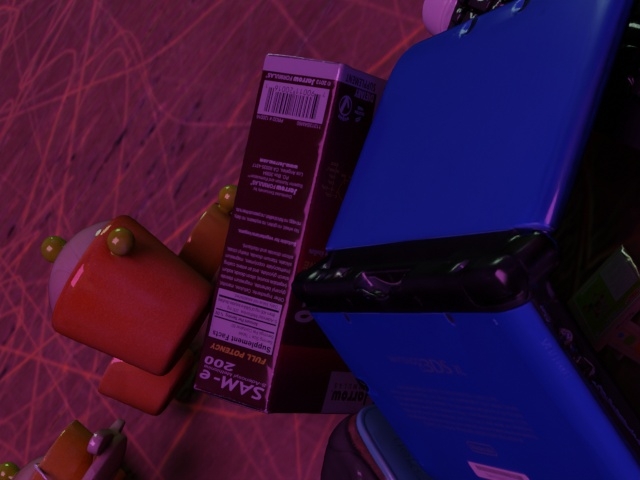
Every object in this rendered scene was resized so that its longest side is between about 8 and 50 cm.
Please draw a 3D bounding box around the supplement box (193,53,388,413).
[{"bbox_3d":[0.000,0.000,0.962,0.073,0.130,0.239,13,92,37],"label":"supplement box"}]

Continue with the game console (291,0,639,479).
[{"bbox_3d":[0.116,0.011,0.787,0.250,0.173,0.293,55,162,-10],"label":"game console"}]

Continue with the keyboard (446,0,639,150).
[{"bbox_3d":[0.172,-0.162,0.739,0.201,0.033,0.317,-66,28,9],"label":"keyboard"}]

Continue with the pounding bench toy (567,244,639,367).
[{"bbox_3d":[0.210,0.038,0.838,0.083,0.065,0.052,-50,26,19],"label":"pounding bench toy"}]

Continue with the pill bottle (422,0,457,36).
[{"bbox_3d":[0.137,-0.133,0.913,0.137,0.078,0.078,43,109,33],"label":"pill bottle"}]

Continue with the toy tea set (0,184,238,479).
[{"bbox_3d":[-0.177,0.097,1.031,0.124,0.200,0.336,31,108,3],"label":"toy tea set"}]

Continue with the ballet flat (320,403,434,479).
[{"bbox_3d":[0.083,0.235,0.898,0.096,0.095,0.280,-58,45,27],"label":"ballet flat"}]
